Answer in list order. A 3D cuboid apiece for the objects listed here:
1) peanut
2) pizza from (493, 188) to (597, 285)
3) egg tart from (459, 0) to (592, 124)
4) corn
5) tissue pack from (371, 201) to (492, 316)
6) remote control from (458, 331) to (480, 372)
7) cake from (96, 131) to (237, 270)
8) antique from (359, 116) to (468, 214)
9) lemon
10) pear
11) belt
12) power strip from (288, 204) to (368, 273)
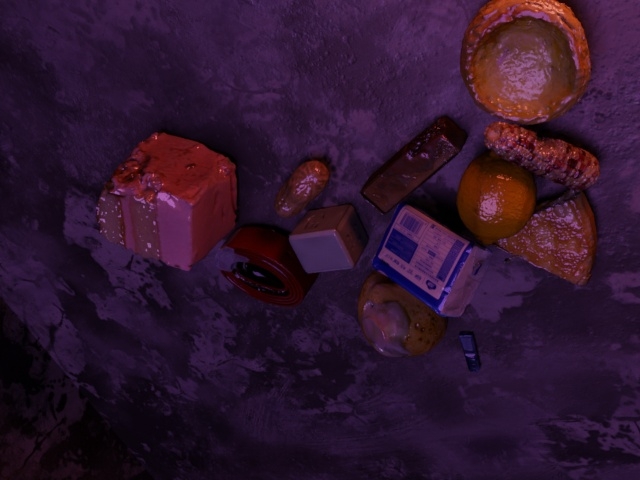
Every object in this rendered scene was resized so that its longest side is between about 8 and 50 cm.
[{"bbox_3d":[-0.058,-0.140,2.077,0.095,0.108,0.226,46,135,-1],"label":"peanut"},{"bbox_3d":[0.546,-0.026,1.881,0.287,0.075,0.280,9,126,24],"label":"pizza"},{"bbox_3d":[0.438,-0.394,1.599,0.293,0.123,0.294,13,132,15],"label":"egg tart"},{"bbox_3d":[0.502,-0.195,1.692,0.289,0.098,0.098,21,137,-17],"label":"corn"},{"bbox_3d":[0.287,0.047,1.933,0.269,0.137,0.209,35,109,42],"label":"tissue pack"},{"bbox_3d":[0.453,0.340,2.258,0.043,0.027,0.153,1,124,32],"label":"remote control"},{"bbox_3d":[-0.434,-0.117,2.157,0.306,0.314,0.293,21,132,13],"label":"cake"},{"bbox_3d":[0.233,-0.189,1.897,0.093,0.087,0.310,42,134,-8],"label":"antique"},{"bbox_3d":[0.420,-0.106,1.793,0.188,0.188,0.257,11,117,20],"label":"lemon"},{"bbox_3d":[0.229,0.199,2.128,0.271,0.271,0.271,14,132,17],"label":"pear"},{"bbox_3d":[-0.172,0.074,2.295,0.323,0.115,0.227,22,138,13],"label":"belt"},{"bbox_3d":[0.000,0.000,2.137,0.224,0.140,0.139,-8,123,32],"label":"power strip"}]
